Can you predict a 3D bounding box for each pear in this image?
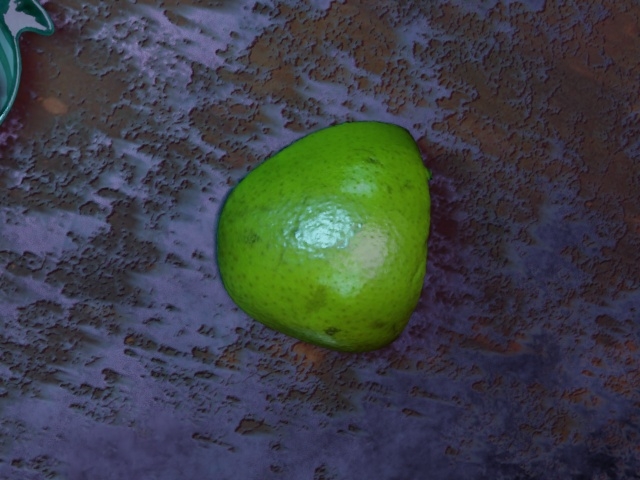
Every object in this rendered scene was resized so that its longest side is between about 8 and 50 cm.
[{"bbox_3d":[0.000,0.004,1.650,0.239,0.139,0.288,5,103,-12],"label":"pear"}]

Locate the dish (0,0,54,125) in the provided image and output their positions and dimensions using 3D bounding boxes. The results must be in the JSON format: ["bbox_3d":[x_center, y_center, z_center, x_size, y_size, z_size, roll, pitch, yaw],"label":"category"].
[{"bbox_3d":[-0.406,-0.195,1.467,0.246,0.078,0.224,-33,114,-7],"label":"dish"}]
